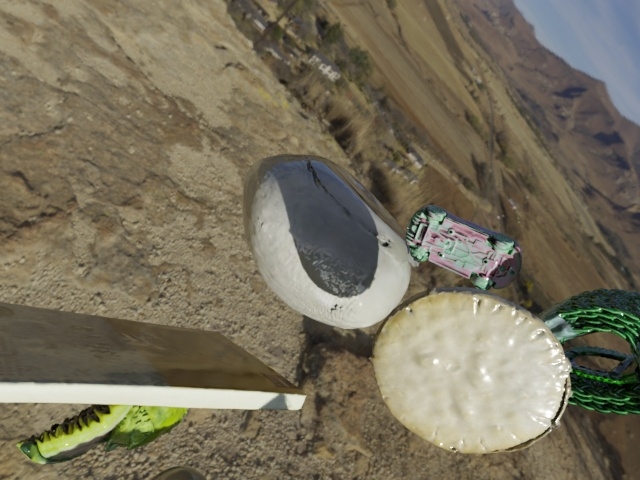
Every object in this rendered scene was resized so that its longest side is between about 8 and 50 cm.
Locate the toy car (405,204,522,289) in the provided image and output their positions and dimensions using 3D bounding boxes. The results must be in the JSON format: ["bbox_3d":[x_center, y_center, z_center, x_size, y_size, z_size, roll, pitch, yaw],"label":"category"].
[{"bbox_3d":[0.175,0.006,0.548,0.142,0.069,0.055,26,30,20],"label":"toy car"}]

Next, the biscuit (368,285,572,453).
[{"bbox_3d":[0.111,0.105,0.346,0.152,0.152,0.020,53,25,-3],"label":"biscuit"}]

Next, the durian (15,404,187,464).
[{"bbox_3d":[-0.294,0.272,0.757,0.375,0.107,0.132,-12,92,-55],"label":"durian"}]

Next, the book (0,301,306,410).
[{"bbox_3d":[-0.239,0.134,0.533,0.389,0.269,0.032,19,87,-41],"label":"book"}]

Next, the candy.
[{"bbox_3d":[0.000,0.000,0.635,0.296,0.185,0.295,35,20,-14],"label":"candy"}]

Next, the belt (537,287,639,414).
[{"bbox_3d":[0.296,0.113,0.473,0.079,0.151,0.121,-23,90,-46],"label":"belt"}]

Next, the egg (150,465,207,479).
[{"bbox_3d":[-0.174,0.331,0.511,0.103,0.103,0.135,38,38,-26],"label":"egg"}]
